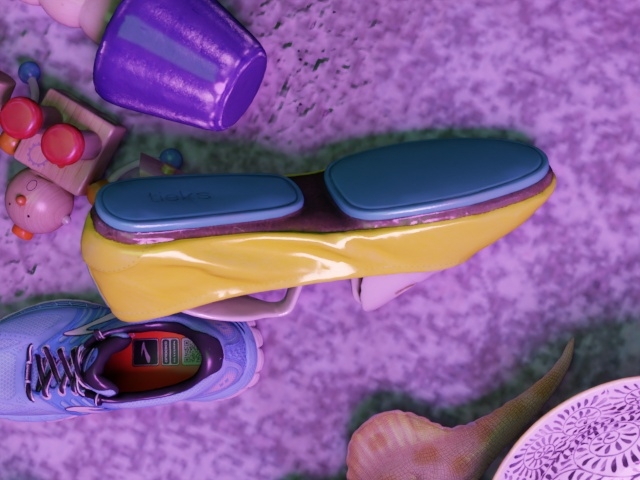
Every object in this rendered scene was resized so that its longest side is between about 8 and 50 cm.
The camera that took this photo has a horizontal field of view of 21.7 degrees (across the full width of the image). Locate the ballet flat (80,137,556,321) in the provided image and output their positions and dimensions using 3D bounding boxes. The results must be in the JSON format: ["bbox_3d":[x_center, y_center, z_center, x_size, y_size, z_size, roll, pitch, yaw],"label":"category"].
[{"bbox_3d":[0.000,0.000,0.812,0.231,0.077,0.077,-7,121,-9],"label":"ballet flat"}]

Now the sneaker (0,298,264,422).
[{"bbox_3d":[-0.114,0.057,0.837,0.162,0.073,0.063,-8,86,11],"label":"sneaker"}]

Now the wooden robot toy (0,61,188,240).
[{"bbox_3d":[-0.149,-0.039,0.853,0.173,0.076,0.079,31,105,12],"label":"wooden robot toy"}]

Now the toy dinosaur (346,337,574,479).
[{"bbox_3d":[0.057,0.121,0.810,0.183,0.053,0.092,-28,81,9],"label":"toy dinosaur"}]

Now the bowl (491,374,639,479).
[{"bbox_3d":[0.161,0.145,0.773,0.170,0.080,0.170,0,88,12],"label":"bowl"}]

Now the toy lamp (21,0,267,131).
[{"bbox_3d":[-0.153,-0.140,0.852,0.274,0.080,0.080,29,94,10],"label":"toy lamp"}]
